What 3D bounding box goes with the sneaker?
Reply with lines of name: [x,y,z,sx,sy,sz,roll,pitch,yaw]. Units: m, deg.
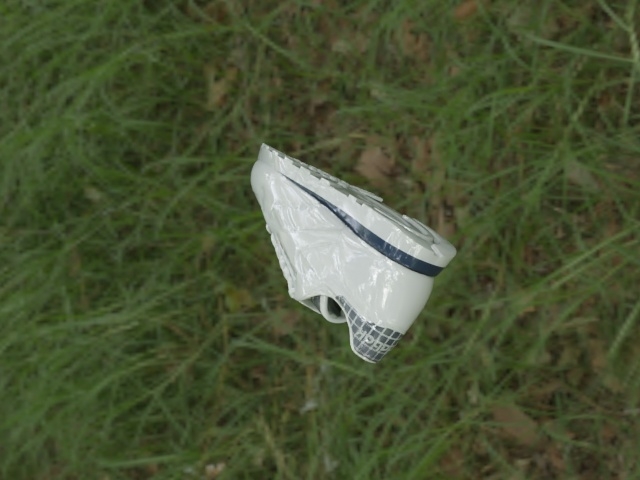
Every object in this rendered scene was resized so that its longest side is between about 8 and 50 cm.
sneaker: [0.000,0.000,0.862,0.235,0.090,0.095,40,108,57]
